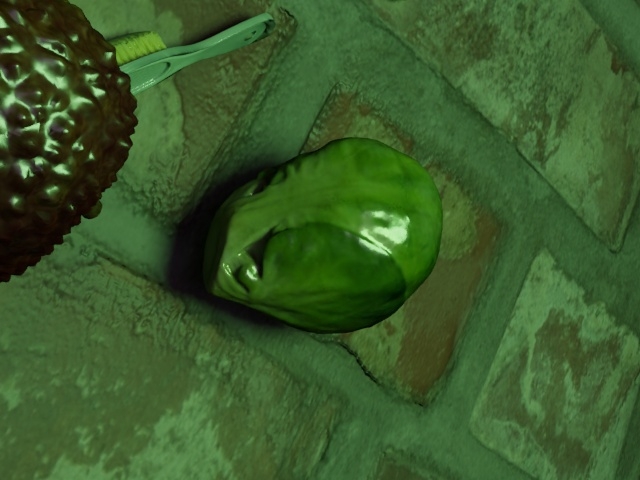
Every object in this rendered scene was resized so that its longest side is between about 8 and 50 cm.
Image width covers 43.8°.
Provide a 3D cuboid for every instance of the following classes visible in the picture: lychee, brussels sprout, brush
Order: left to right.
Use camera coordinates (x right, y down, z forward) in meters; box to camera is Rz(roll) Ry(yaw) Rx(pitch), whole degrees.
[{"bbox_3d":[-0.294,-0.100,0.659,0.304,0.275,0.276,38,67,-48],"label":"lychee"},{"bbox_3d":[-0.175,-0.214,0.888,0.297,0.068,0.060,-33,85,-35],"label":"brush"},{"bbox_3d":[0.000,0.000,0.910,0.271,0.219,0.210,-4,73,-16],"label":"brussels sprout"}]
